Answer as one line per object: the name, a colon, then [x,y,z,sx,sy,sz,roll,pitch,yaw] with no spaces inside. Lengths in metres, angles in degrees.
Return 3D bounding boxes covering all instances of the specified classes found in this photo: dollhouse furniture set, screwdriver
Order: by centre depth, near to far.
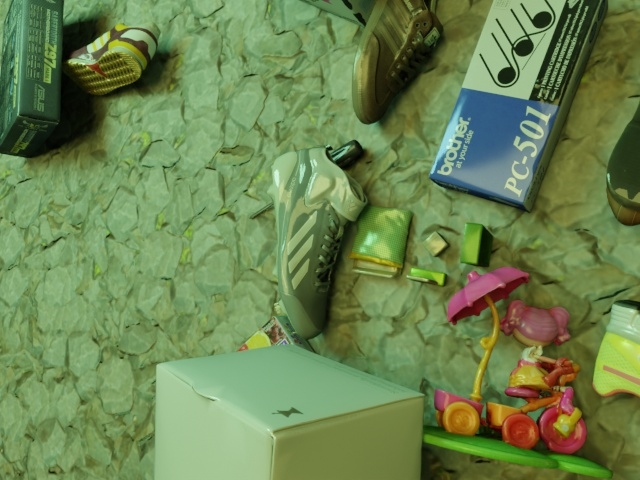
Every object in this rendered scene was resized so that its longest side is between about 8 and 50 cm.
dollhouse furniture set: [0.090,0.003,0.558,0.151,0.058,0.076,8,86,29]
screwdriver: [-0.020,-0.066,0.655,0.169,0.025,0.024,-33,69,30]

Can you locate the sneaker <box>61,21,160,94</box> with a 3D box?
sneaker: [-0.302,-0.268,0.812,0.185,0.070,0.084,5,58,36]

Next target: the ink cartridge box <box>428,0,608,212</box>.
ink cartridge box: [0.188,-0.140,0.534,0.097,0.046,0.207,21,93,30]

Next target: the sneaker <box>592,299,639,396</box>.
sneaker: [0.308,0.131,0.418,0.208,0.081,0.094,32,105,35]

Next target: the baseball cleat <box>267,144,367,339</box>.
baseball cleat: [0.000,0.000,0.591,0.109,0.072,0.206,-10,88,23]

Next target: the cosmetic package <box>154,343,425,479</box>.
cosmetic package: [-0.039,0.291,0.466,0.197,0.155,0.366,9,96,52]

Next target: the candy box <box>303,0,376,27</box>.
candy box: [-0.032,-0.325,0.594,0.164,0.196,0.070,34,99,28]

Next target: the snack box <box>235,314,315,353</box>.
snack box: [-0.039,0.168,0.613,0.100,0.037,0.141,-44,66,17]

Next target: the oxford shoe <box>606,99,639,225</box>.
oxford shoe: [0.299,-0.104,0.461,0.076,0.076,0.212,35,83,30]

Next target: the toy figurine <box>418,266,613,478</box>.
toy figurine: [0.168,0.104,0.483,0.173,0.130,0.159,10,77,7]

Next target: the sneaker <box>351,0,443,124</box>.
sneaker: [0.088,-0.213,0.587,0.071,0.066,0.189,16,90,28]

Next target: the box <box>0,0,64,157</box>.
box: [-0.443,-0.262,0.847,0.183,0.059,0.233,-15,74,51]
